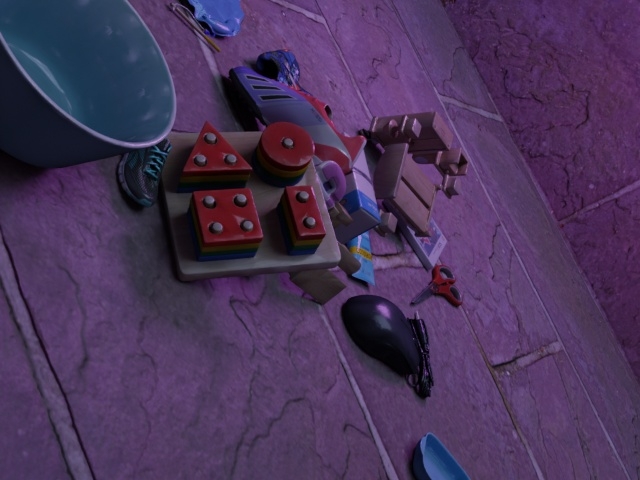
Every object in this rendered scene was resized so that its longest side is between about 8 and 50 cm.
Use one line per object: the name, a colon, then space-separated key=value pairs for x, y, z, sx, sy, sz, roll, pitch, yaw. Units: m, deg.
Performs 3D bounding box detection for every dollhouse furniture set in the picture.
dollhouse furniture set: x=0.000 y=0.000 z=1.600 sx=0.123 sy=0.144 sz=0.151 roll=41 pitch=13 yaw=-51
dollhouse furniture set: x=0.188 y=-0.114 z=2.085 sx=0.303 sy=0.174 sz=0.355 roll=43 pitch=56 yaw=-46

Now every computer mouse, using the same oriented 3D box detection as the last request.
computer mouse: x=0.151 y=0.180 z=1.730 sx=0.272 sy=0.072 sz=0.188 roll=35 pitch=36 yaw=-41

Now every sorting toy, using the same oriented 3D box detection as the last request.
sorting toy: x=-0.109 y=-0.079 z=1.368 sx=0.257 sy=0.089 sz=0.255 roll=-4 pitch=61 yaw=-22

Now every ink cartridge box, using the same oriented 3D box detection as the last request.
ink cartridge box: x=0.026 y=-0.093 z=1.711 sx=0.082 sy=0.140 sz=0.190 roll=34 pitch=36 yaw=-44

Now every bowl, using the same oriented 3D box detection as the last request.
bowl: x=-0.354 y=-0.218 z=1.146 sx=0.311 sy=0.163 sz=0.311 roll=41 pitch=33 yaw=-33

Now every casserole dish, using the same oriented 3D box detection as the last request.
casserole dish: x=0.227 y=0.443 z=1.634 sx=0.188 sy=0.037 sz=0.114 roll=51 pitch=28 yaw=-16

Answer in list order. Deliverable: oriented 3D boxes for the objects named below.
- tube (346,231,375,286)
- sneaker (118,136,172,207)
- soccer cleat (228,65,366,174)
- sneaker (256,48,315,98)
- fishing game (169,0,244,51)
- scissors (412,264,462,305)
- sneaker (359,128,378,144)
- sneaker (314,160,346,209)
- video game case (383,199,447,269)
tube: x=0.076 y=-0.006 z=1.825 sx=0.080 sy=0.052 sz=0.207 roll=23 pitch=50 yaw=-41
sneaker: x=-0.257 y=-0.126 z=1.320 sx=0.065 sy=0.076 sz=0.166 roll=31 pitch=39 yaw=-44
soccer cleat: x=-0.048 y=-0.241 z=1.677 sx=0.318 sy=0.116 sz=0.109 roll=46 pitch=5 yaw=20
sneaker: x=-0.075 y=-0.303 z=1.841 sx=0.087 sy=0.083 sz=0.221 roll=-5 pitch=61 yaw=-47
fishing game: x=-0.227 y=-0.496 z=1.798 sx=0.189 sy=0.041 sz=0.264 roll=39 pitch=41 yaw=-36
scissors: x=0.260 y=0.104 z=2.066 sx=0.297 sy=0.021 sz=0.108 roll=6 pitch=60 yaw=-57
sneaker: x=0.130 y=-0.265 z=2.189 sx=0.083 sy=0.037 sz=0.031 roll=13 pitch=54 yaw=-54
sneaker: x=-0.064 y=-0.050 z=1.513 sx=0.236 sy=0.105 sz=0.095 roll=-45 pitch=128 yaw=-24
video game case: x=0.236 y=-0.045 z=2.165 sx=0.201 sy=0.023 sz=0.183 roll=56 pitch=26 yaw=-7
